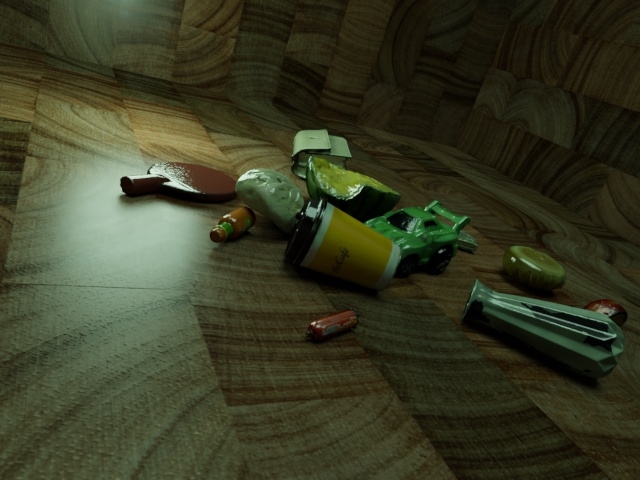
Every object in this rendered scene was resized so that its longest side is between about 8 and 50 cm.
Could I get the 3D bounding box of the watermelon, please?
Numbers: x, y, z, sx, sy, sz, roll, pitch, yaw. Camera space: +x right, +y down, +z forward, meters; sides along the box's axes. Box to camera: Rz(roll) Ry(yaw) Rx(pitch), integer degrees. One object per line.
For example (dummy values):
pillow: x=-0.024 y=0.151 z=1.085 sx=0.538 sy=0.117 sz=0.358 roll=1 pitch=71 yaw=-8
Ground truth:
watermelon: x=0.086 y=-0.147 z=1.699 sx=0.330 sy=0.190 sz=0.331 roll=28 pitch=11 yaw=-6

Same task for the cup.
cup: x=0.055 y=0.018 z=1.302 sx=0.279 sy=0.197 sz=0.196 roll=25 pitch=21 yaw=-7

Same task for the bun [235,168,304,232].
bun: x=-0.129 y=-0.124 z=1.464 sx=0.231 sy=0.133 sz=0.231 roll=41 pitch=2 yaw=-2

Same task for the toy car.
toy car: x=0.285 y=-0.019 z=1.562 sx=0.358 sy=0.177 sz=0.213 roll=-3 pitch=29 yaw=-41

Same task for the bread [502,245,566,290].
bread: x=0.719 y=0.101 z=1.717 sx=0.213 sy=0.105 sz=0.213 roll=19 pitch=23 yaw=-8

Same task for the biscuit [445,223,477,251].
biscuit: x=0.453 y=-0.028 z=1.887 sx=0.249 sy=0.046 sz=0.147 roll=17 pitch=22 yaw=-3

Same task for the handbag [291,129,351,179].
handbag: x=-0.005 y=-0.364 z=2.171 sx=0.236 sy=0.160 sz=0.359 roll=8 pitch=23 yaw=-5

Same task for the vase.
vase: x=0.548 y=0.212 z=1.275 sx=0.359 sy=0.165 sz=0.165 roll=21 pitch=22 yaw=14

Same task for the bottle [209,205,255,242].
bottle: x=-0.236 y=-0.037 z=1.343 sx=0.069 sy=0.069 sz=0.187 roll=23 pitch=24 yaw=10

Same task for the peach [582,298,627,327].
peach: x=0.813 y=0.236 z=1.496 sx=0.172 sy=0.127 sz=0.092 roll=-17 pitch=42 yaw=-15

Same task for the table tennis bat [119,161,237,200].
table tennis bat: x=-0.425 y=-0.183 z=1.559 sx=0.268 sy=0.051 sz=0.414 roll=28 pitch=22 yaw=24

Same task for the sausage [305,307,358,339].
sausage: x=0.021 y=0.178 z=1.065 sx=0.145 sy=0.050 sz=0.048 roll=-7 pitch=75 yaw=-48
